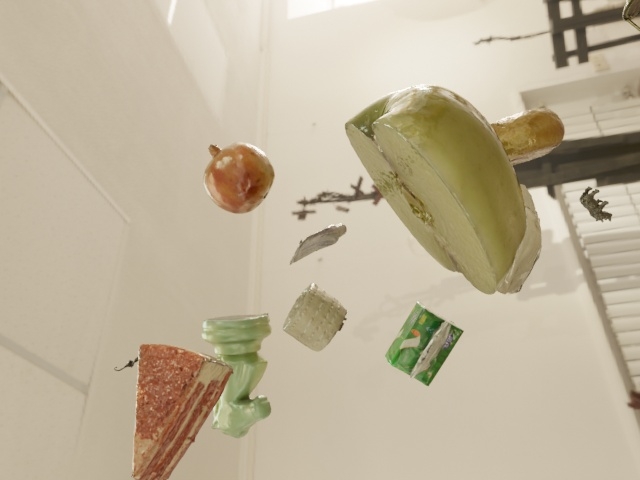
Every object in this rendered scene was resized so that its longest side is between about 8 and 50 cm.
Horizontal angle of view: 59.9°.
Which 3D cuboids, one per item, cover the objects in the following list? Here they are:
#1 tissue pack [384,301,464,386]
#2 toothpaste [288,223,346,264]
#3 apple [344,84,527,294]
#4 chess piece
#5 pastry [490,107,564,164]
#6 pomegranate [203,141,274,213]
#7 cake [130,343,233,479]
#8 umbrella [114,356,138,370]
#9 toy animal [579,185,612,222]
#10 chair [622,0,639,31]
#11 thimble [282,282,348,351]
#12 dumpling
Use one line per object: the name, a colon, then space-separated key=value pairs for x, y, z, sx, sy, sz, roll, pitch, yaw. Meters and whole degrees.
tissue pack: x=0.319 y=0.322 z=1.696 sx=0.209 sy=0.148 sz=0.156 roll=-59 pitch=7 yaw=3
toothpaste: x=0.000 y=-0.002 z=1.875 sx=0.282 sy=0.068 sz=0.099 roll=-29 pitch=-55 yaw=-51
apple: x=0.197 y=-0.086 z=0.983 sx=0.360 sy=0.311 sz=0.320 roll=52 pitch=-139 yaw=-18
chess piece: x=-0.198 y=0.331 z=1.355 sx=0.176 sy=0.175 sz=0.298 roll=11 pitch=-104 yaw=-79
pastry: x=0.656 y=-0.347 z=1.920 sx=0.356 sy=0.356 sz=0.164 roll=-6 pitch=-96 yaw=-80
pomegranate: x=-0.301 y=-0.237 z=1.989 sx=0.270 sy=0.252 sz=0.229 roll=39 pitch=-145 yaw=-1
cake: x=-0.320 y=0.323 z=1.105 sx=0.262 sy=0.159 sz=0.158 roll=-59 pitch=-22 yaw=-13
umbrella: x=-0.461 y=0.302 z=1.411 sx=0.149 sy=0.022 sz=0.022 roll=-22 pitch=-54 yaw=-58
toy animal: x=0.877 y=-0.105 z=1.763 sx=0.135 sy=0.065 sz=0.047 roll=43 pitch=178 yaw=-16
chair: x=0.824 y=-0.622 z=1.390 sx=0.326 sy=0.170 sz=0.160 roll=51 pitch=170 yaw=26
thimble: x=-0.010 y=0.148 z=1.056 sx=0.102 sy=0.090 sz=0.115 roll=-51 pitch=6 yaw=45
dumpling: x=0.559 y=0.016 z=1.616 sx=0.260 sy=0.181 sz=0.341 roll=49 pitch=-148 yaw=-25
